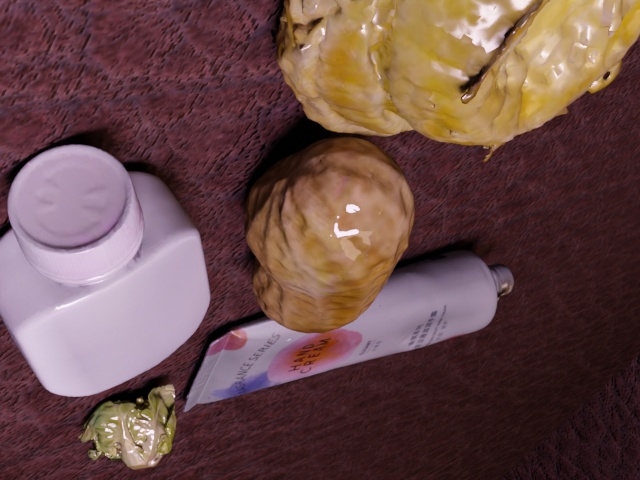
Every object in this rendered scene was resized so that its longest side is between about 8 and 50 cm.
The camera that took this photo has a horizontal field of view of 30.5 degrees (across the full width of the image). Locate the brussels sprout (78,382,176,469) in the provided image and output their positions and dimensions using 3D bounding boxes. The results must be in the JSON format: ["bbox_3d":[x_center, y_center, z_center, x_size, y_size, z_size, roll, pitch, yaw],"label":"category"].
[{"bbox_3d":[-0.152,0.158,0.946,0.085,0.058,0.085,-19,167,-5],"label":"brussels sprout"}]

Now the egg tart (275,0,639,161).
[{"bbox_3d":[0.112,-0.146,0.633,0.290,0.115,0.290,-32,160,-13],"label":"egg tart"}]

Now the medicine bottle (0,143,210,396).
[{"bbox_3d":[-0.127,0.019,0.673,0.119,0.069,0.183,-29,159,-14],"label":"medicine bottle"}]

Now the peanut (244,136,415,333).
[{"bbox_3d":[0.000,0.000,0.783,0.095,0.108,0.226,-59,174,-22],"label":"peanut"}]

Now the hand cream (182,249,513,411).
[{"bbox_3d":[0.039,0.076,1.053,0.340,0.078,0.124,-17,153,-31],"label":"hand cream"}]
